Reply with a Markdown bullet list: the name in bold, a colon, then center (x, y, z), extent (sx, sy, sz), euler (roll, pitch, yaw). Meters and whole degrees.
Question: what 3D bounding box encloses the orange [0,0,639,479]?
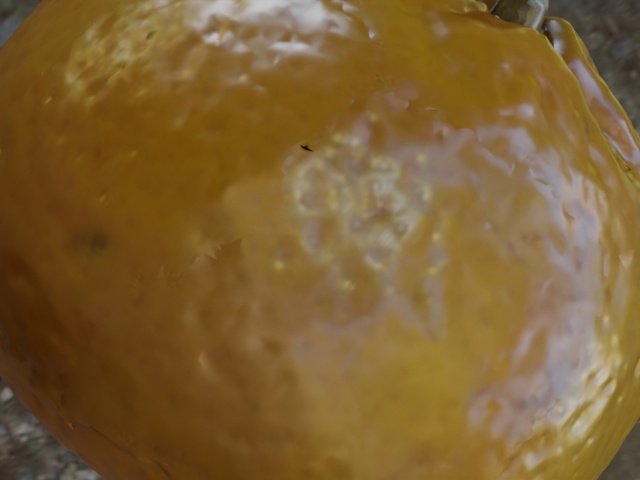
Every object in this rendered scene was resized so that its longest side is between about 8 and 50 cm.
- **orange**: center (-0.001, 0.002, 0.519), extent (0.193, 0.219, 0.219), euler (-36, 93, 5)
